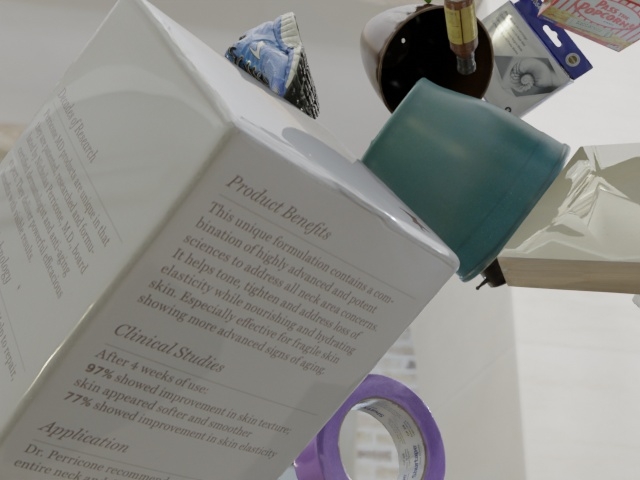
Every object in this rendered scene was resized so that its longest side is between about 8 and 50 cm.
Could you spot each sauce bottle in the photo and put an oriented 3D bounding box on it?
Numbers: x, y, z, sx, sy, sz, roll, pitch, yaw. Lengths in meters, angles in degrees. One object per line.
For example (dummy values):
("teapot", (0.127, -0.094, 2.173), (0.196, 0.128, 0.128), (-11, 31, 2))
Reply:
("sauce bottle", (0.193, -0.283, 1.167), (0.042, 0.042, 0.128), (-4, -39, 10))

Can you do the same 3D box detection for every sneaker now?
("sneaker", (-0.090, -0.295, 1.535), (0.147, 0.330, 0.129), (-16, -56, 2))

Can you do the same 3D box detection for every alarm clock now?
("alarm clock", (0.350, 0.017, 1.550), (0.129, 0.064, 0.192), (-35, 1, 40))

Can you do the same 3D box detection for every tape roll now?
("tape roll", (0.090, 0.385, 1.545), (0.275, 0.274, 0.090), (16, -32, -26))

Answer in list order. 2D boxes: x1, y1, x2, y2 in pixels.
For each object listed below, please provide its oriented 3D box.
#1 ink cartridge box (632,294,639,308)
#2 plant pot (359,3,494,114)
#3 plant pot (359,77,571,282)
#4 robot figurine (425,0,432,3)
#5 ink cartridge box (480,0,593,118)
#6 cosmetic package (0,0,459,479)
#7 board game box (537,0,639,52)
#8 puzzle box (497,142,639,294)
("ink cartridge box", (0.690, 0.065, 1.525), (0.060, 0.275, 0.238), (25, -76, -10))
("plant pot", (0.162, -0.335, 1.544), (0.216, 0.230, 0.215), (-8, -63, -16))
("plant pot", (0.210, -0.117, 1.367), (0.255, 0.271, 0.271), (37, -31, 1))
("robot figurine", (0.168, -0.465, 1.467), (0.101, 0.067, 0.115), (-24, -67, 42))
("ink cartridge box", (0.420, -0.389, 1.803), (0.224, 0.223, 0.045), (-35, -12, 5))
("cosmetic package", (-0.146, 0.030, 0.902), (0.329, 0.327, 0.393), (30, -76, -42))
("board game box", (0.425, -0.350, 1.273), (0.147, 0.045, 0.193), (22, -3, -2))
("puzzle box", (0.449, -0.032, 1.011), (0.409, 0.272, 0.052), (2, -54, 44))
